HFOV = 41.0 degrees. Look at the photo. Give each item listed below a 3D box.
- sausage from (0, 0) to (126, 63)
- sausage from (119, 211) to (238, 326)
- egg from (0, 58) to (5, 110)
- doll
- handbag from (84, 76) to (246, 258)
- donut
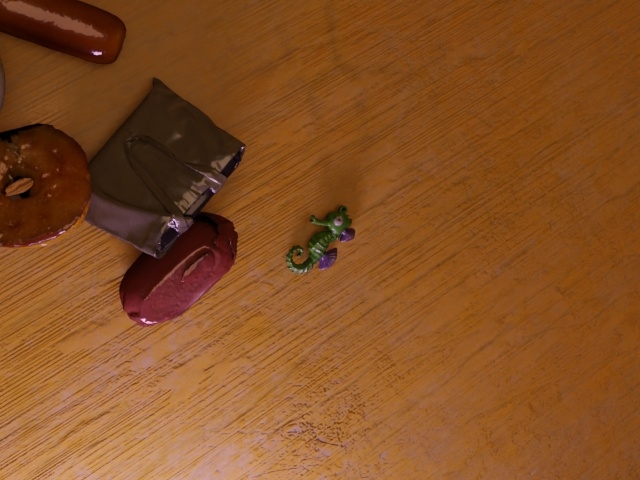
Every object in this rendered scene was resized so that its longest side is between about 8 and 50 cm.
[{"bbox_3d":[-0.504,-0.415,1.617,0.274,0.105,0.105,16,91,-23],"label":"sausage"},{"bbox_3d":[-0.286,0.057,1.738,0.279,0.152,0.152,-44,110,-12],"label":"sausage"},{"bbox_3d":[-0.663,-0.303,1.519,0.186,0.186,0.253,-27,106,-17],"label":"egg"},{"bbox_3d":[0.000,0.000,1.902,0.115,0.050,0.190,42,83,-25],"label":"doll"},{"bbox_3d":[-0.327,-0.135,1.681,0.253,0.109,0.316,35,79,11],"label":"handbag"},{"bbox_3d":[-0.546,-0.095,1.591,0.253,0.118,0.254,-1,77,2],"label":"donut"}]
